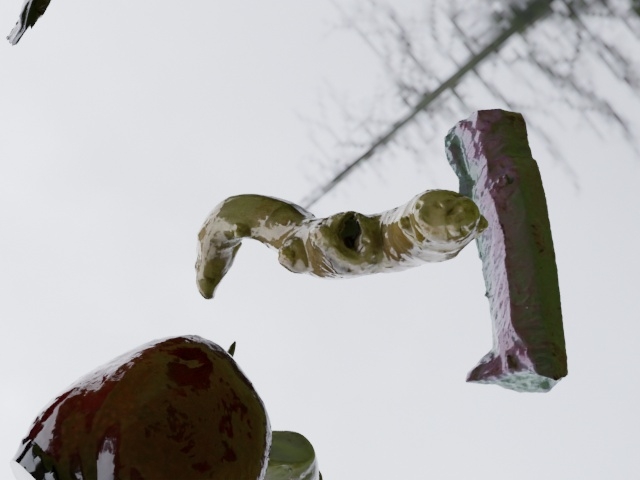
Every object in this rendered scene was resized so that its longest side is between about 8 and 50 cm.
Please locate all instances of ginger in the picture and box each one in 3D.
[{"bbox_3d":[0.000,0.000,1.067,0.089,0.288,0.075,-12,-85,-45],"label":"ginger"}]

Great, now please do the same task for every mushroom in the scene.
[{"bbox_3d":[-0.044,0.224,1.417,0.088,0.097,0.212,29,168,15],"label":"mushroom"}]

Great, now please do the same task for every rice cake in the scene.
[{"bbox_3d":[0.151,0.002,1.283,0.081,0.051,0.290,2,-128,-4],"label":"rice cake"}]

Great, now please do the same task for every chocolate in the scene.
[{"bbox_3d":[-0.326,-0.315,1.853,0.028,0.182,0.086,27,-173,-20],"label":"chocolate"}]

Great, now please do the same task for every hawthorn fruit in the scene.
[{"bbox_3d":[-0.128,0.168,1.254,0.189,0.189,0.251,50,-138,-3],"label":"hawthorn fruit"}]
